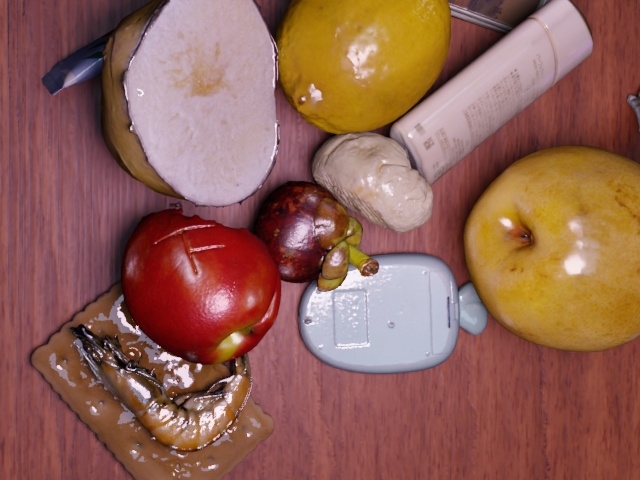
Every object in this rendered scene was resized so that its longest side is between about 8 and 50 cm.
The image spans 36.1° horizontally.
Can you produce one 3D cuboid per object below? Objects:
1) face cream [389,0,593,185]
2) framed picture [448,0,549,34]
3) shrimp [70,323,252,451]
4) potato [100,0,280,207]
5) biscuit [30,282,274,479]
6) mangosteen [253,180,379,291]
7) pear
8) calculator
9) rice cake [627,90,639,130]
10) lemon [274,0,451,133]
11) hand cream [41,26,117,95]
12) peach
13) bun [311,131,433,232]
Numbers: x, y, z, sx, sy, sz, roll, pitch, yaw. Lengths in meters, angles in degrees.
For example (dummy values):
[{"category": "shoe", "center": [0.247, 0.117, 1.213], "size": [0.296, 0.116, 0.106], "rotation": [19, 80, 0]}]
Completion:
[{"category": "face cream", "center": [0.256, -0.222, 1.437], "size": [0.349, 0.173, 0.081], "rotation": [-39, 65, -6]}, {"category": "framed picture", "center": [0.280, -0.426, 1.434], "size": [0.197, 0.014, 0.252], "rotation": [16, 121, -12]}, {"category": "shrimp", "center": [-0.211, 0.164, 1.390], "size": [0.262, 0.051, 0.198], "rotation": [44, 74, -7]}, {"category": "potato", "center": [-0.195, -0.203, 1.316], "size": [0.247, 0.196, 0.299], "rotation": [-18, 115, -37]}, {"category": "biscuit", "center": [-0.238, 0.222, 1.427], "size": [0.217, 0.044, 0.324], "rotation": [-39, 100, -8]}, {"category": "mangosteen", "center": [-0.003, -0.010, 1.397], "size": [0.182, 0.156, 0.145], "rotation": [1, 64, 9]}, {"category": "pear", "center": [0.362, 0.012, 1.401], "size": [0.315, 0.314, 0.314], "rotation": [-1, 94, -11]}, {"category": "calculator", "center": [0.114, 0.111, 1.487], "size": [0.295, 0.042, 0.184], "rotation": [-3, 95, -10]}, {"category": "rice cake", "center": [0.502, -0.142, 1.412], "size": [0.066, 0.336, 0.063], "rotation": [36, 119, -12]}, {"category": "lemon", "center": [0.059, -0.275, 1.355], "size": [0.263, 0.236, 0.235], "rotation": [-28, 99, -4]}, {"category": "hand cream", "center": [-0.263, -0.280, 1.370], "size": [0.271, 0.091, 0.058], "rotation": [-31, 125, -10]}, {"category": "peach", "center": [-0.164, 0.050, 1.329], "size": [0.196, 0.190, 0.226], "rotation": [-46, 62, 20]}, {"category": "bun", "center": [0.079, -0.088, 1.404], "size": [0.111, 0.188, 0.164], "rotation": [-52, 135, -9]}]
